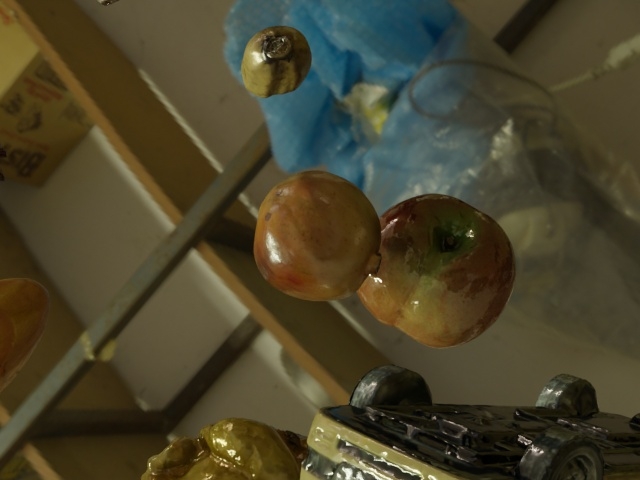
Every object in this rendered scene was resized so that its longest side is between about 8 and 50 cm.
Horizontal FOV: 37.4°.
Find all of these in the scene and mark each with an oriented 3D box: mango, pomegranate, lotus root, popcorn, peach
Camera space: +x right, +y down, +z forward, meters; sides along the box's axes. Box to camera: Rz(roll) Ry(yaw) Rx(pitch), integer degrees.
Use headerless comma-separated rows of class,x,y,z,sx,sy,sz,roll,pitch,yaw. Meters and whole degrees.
mango,-0.499,0.149,1.365,0.138,0.187,0.257,15,-151,33
pomegranate,-0.002,-0.003,1.334,0.191,0.191,0.191,40,-172,-7
lotus root,-0.046,-0.180,0.955,0.063,0.072,0.152,66,167,1
popcorn,-0.127,0.379,1.291,0.297,0.316,0.281,52,179,-42
peach,0.182,0.052,1.509,0.252,0.252,0.252,40,-172,-7

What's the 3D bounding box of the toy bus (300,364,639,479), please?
toy bus,0.160,0.204,0.652,0.366,0.201,0.177,10,-178,-39

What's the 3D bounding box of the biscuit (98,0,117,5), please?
biscuit,-0.183,-0.471,1.245,0.107,0.388,0.073,-3,141,50

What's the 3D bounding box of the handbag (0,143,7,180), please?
handbag,-0.713,-0.171,1.649,0.276,0.084,0.260,-1,-157,-34
